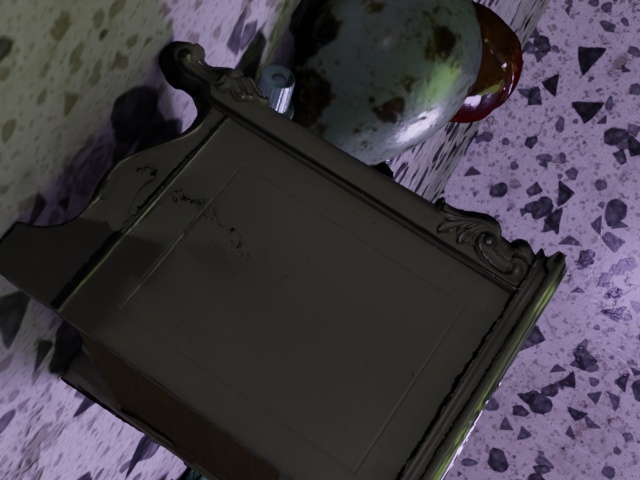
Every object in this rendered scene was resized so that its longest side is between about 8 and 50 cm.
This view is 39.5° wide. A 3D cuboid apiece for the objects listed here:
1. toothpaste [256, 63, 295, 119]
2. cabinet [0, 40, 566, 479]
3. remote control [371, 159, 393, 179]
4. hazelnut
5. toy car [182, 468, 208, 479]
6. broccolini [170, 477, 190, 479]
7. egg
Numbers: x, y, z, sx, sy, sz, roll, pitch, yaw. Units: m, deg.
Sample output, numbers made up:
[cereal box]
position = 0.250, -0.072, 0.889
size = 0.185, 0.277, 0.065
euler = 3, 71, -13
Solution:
[toothpaste]
position = -0.079, -0.056, 0.903
size = 0.074, 0.048, 0.296
euler = -60, 176, -42
[cabinet]
position = -0.034, 0.067, 0.689
size = 0.227, 0.318, 0.290
euler = -53, 168, -22
[remote control]
position = 0.000, 0.000, 1.298
size = 0.145, 0.062, 0.399
euler = -38, -173, 40
[hazelnut]
position = 0.177, -0.244, 1.249
size = 0.204, 0.178, 0.178
euler = -33, 157, -30
[toy car]
position = -0.203, 0.460, 1.622
size = 0.141, 0.097, 0.321
euler = -65, 168, 25
[broccolini]
position = -0.256, 0.405, 1.366
size = 0.203, 0.091, 0.068
euler = 28, 49, -69
[egg]
position = 0.055, -0.164, 0.882
size = 0.231, 0.169, 0.169
euler = -48, 173, 13
